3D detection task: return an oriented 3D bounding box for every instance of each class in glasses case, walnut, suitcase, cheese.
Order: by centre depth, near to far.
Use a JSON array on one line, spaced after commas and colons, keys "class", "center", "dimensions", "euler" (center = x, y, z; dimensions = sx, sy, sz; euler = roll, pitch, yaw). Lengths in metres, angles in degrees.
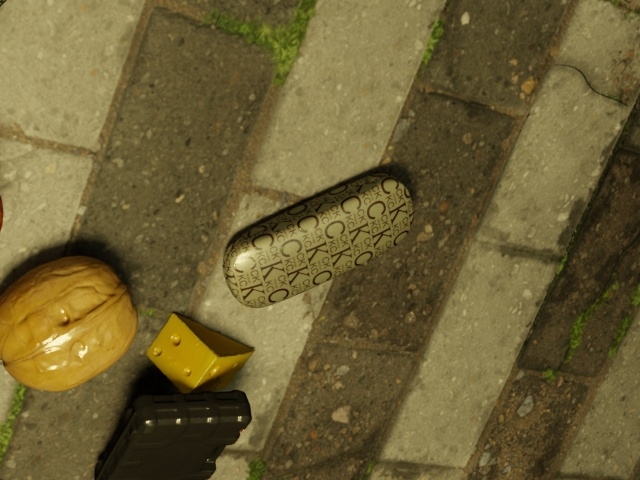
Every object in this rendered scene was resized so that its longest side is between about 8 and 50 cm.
[{"class": "walnut", "center": [-0.391, 0.128, 1.730], "dimensions": [0.225, 0.193, 0.193], "euler": [-24, 123, -15]}, {"class": "suitcase", "center": [-0.254, 0.349, 1.913], "dimensions": [0.206, 0.066, 0.285], "euler": [2, 142, -28]}, {"class": "glasses case", "center": [0.000, 0.000, 1.929], "dimensions": [0.354, 0.085, 0.137], "euler": [-25, 123, -14]}, {"class": "cheese", "center": [-0.190, 0.209, 1.950], "dimensions": [0.093, 0.126, 0.171], "euler": [-56, 146, 9]}]

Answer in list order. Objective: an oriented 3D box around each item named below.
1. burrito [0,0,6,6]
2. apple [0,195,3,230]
[{"class": "burrito", "center": [-0.496, -0.394, 1.466], "dimensions": [0.229, 0.089, 0.144], "euler": [42, 77, -37]}, {"class": "apple", "center": [-0.538, -0.028, 1.562], "dimensions": [0.209, 0.164, 0.209], "euler": [-51, 168, -16]}]
